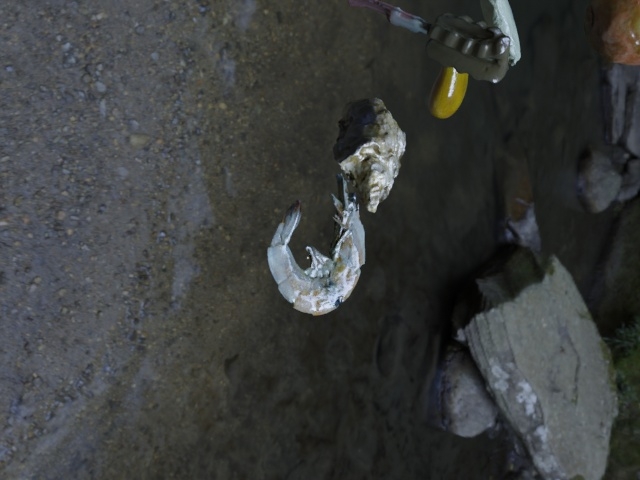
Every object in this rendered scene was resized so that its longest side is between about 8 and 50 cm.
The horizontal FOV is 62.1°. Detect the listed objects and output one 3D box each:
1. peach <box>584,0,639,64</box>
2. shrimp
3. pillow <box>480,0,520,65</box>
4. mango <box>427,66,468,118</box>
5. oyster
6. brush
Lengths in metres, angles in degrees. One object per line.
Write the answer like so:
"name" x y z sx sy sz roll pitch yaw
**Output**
"peach" 0.703 -0.513 1.161 0.214 0.214 0.235 -52 167 -34
"shrimp" 0.000 0.000 1.290 0.247 0.085 0.360 16 81 -19
"pillow" 0.549 -0.674 1.630 0.274 0.076 0.281 68 28 -12
"mango" 0.384 -0.467 1.584 0.136 0.099 0.227 -47 154 -33
"oyster" 0.101 -0.219 1.194 0.110 0.167 0.341 58 36 -47
"brush" 0.168 -0.348 0.863 0.071 0.301 0.084 -53 158 -12
